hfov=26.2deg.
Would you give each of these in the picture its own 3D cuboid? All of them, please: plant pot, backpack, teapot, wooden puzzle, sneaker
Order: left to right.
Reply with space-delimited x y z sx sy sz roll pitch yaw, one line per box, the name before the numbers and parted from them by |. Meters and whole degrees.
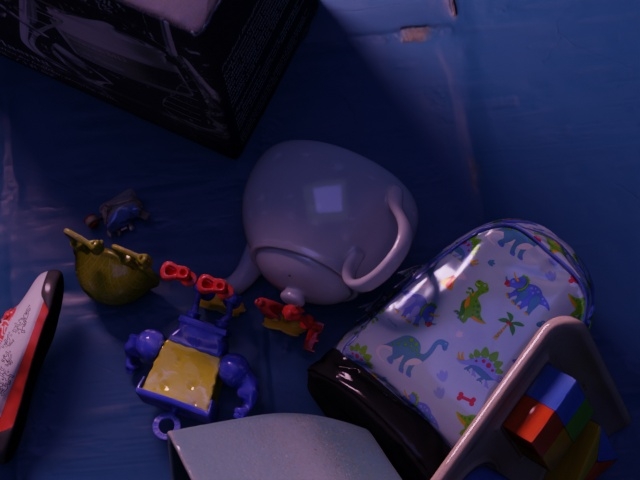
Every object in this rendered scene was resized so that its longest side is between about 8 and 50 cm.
sneaker | -0.444 0.151 1.829 0.145 0.090 0.270 18 92 2
plant pot | -0.023 0.356 1.683 0.252 0.247 0.248 -16 40 -19
teapot | 0.000 0.000 1.800 0.252 0.256 0.187 19 68 10
backpack | 0.198 0.138 1.781 0.355 0.273 0.290 -36 67 -21
wooden puzzle | 0.251 0.297 1.684 0.080 0.322 0.348 35 79 37

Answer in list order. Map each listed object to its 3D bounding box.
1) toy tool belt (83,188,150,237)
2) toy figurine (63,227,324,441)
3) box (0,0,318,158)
toy tool belt | -0.283 -0.031 1.919 0.083 0.052 0.051 -33 68 -7
toy figurine | -0.200 0.149 1.805 0.362 0.191 0.217 18 81 7
box | -0.276 -0.386 1.800 0.480 0.472 0.297 24 76 8
